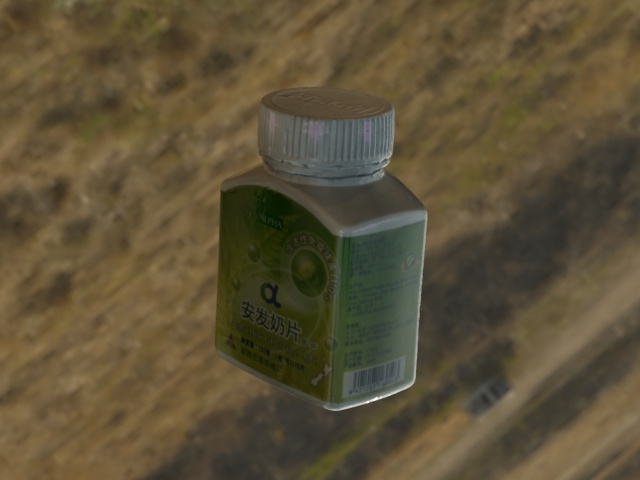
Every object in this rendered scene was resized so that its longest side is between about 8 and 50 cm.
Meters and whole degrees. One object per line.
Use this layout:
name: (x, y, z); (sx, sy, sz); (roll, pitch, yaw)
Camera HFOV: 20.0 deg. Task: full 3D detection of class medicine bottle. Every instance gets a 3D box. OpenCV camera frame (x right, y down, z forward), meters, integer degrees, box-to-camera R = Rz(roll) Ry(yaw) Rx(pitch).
medicine bottle: (0.000, 0.000, 1.192); (0.088, 0.132, 0.188); (-13, 114, -40)
